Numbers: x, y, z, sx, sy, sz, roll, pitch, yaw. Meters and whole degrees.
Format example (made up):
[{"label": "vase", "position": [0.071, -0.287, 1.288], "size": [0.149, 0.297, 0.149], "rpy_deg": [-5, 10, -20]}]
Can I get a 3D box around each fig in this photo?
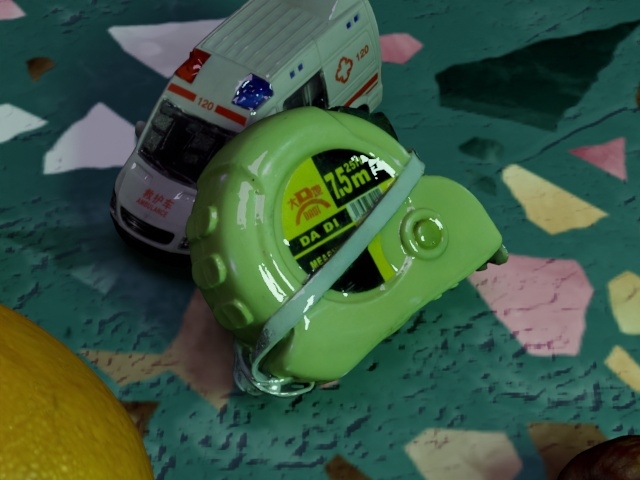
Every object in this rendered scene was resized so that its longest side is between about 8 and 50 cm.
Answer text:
[{"label": "fig", "position": [0.183, 0.144, 0.844], "size": [0.125, 0.089, 0.089], "rpy_deg": [7, 42, -31]}]

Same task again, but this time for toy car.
[{"label": "toy car", "position": [-0.047, -0.078, 1.006], "size": [0.089, 0.108, 0.210], "rpy_deg": [29, 55, 23]}]

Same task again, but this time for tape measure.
[{"label": "tape measure", "position": [0.000, 0.000, 0.925], "size": [0.177, 0.087, 0.154], "rpy_deg": [-38, 100, -31]}]

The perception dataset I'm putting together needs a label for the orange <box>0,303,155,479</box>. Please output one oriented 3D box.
[{"label": "orange", "position": [-0.195, 0.149, 0.709], "size": [0.261, 0.261, 0.261], "rpy_deg": [0, 49, 0]}]
